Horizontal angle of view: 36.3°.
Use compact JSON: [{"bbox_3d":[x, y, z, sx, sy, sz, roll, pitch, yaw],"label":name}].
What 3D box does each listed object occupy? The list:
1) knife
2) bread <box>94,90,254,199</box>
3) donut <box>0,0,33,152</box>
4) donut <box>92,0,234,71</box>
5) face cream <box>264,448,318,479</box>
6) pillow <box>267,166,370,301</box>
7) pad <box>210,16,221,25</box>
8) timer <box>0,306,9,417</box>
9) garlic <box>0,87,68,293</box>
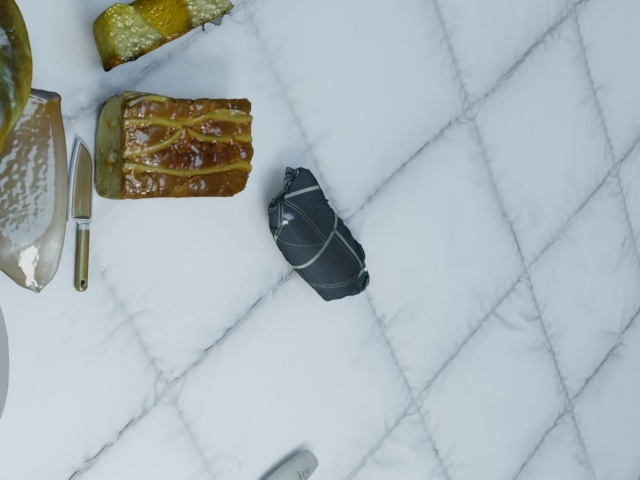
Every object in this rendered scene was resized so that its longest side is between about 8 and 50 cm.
[{"bbox_3d":[-0.397,-0.041,1.614,0.046,0.022,0.256,-1,98,-40],"label":"knife"},{"bbox_3d":[-0.245,-0.161,1.681,0.274,0.114,0.185,-4,100,-45],"label":"bread"},{"bbox_3d":[-0.557,-0.236,1.308,0.360,0.170,0.360,6,81,-37],"label":"donut"},{"bbox_3d":[-0.283,-0.349,1.596,0.259,0.152,0.101,-40,107,-38],"label":"donut"},{"bbox_3d":[-0.079,0.499,1.986,0.182,0.051,0.072,-36,124,-33],"label":"face cream"},{"bbox_3d":[0.000,0.000,1.953,0.161,0.092,0.335,-57,131,-26],"label":"pillow"},{"bbox_3d":[-0.260,-0.481,1.684,0.265,0.009,0.160,9,91,-44],"label":"pad"},{"bbox_3d":[-0.590,0.171,1.338,0.285,0.285,0.285,-9,103,-43],"label":"timer"},{"bbox_3d":[-0.458,-0.083,1.485,0.143,0.112,0.318,2,100,-22],"label":"garlic"}]
